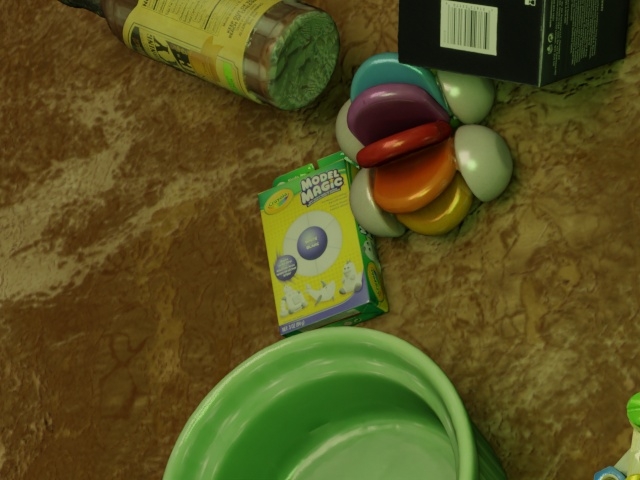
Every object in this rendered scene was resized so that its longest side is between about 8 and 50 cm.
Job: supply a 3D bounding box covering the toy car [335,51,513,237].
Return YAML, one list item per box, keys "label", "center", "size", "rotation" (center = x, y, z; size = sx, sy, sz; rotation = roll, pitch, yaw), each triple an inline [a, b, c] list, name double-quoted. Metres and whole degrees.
- label: "toy car"
  center: [0.081, -0.098, 1.867]
  size: [0.159, 0.136, 0.182]
  rotation: [-23, 62, 25]

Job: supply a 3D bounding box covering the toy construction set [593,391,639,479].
- label: "toy construction set"
  center: [0.352, 0.091, 1.633]
  size: [0.215, 0.151, 0.327]
  rotation: [13, 92, 35]

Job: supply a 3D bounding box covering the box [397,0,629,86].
- label: "box"
  center: [0.177, -0.207, 1.820]
  size: [0.156, 0.158, 0.093]
  rotation: [14, 113, 35]

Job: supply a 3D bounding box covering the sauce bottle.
- label: "sauce bottle"
  center: [-0.137, -0.227, 2.006]
  size: [0.344, 0.111, 0.111]
  rotation: [25, 87, 38]

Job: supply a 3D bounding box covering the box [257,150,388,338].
- label: "box"
  center: [0.000, 0.000, 1.943]
  size: [0.105, 0.043, 0.179]
  rotation: [-22, 61, 24]

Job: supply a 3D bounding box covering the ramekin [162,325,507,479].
- label: "ramekin"
  center: [0.022, 0.242, 1.751]
  size: [0.303, 0.148, 0.303]
  rotation: [-15, 56, 23]
